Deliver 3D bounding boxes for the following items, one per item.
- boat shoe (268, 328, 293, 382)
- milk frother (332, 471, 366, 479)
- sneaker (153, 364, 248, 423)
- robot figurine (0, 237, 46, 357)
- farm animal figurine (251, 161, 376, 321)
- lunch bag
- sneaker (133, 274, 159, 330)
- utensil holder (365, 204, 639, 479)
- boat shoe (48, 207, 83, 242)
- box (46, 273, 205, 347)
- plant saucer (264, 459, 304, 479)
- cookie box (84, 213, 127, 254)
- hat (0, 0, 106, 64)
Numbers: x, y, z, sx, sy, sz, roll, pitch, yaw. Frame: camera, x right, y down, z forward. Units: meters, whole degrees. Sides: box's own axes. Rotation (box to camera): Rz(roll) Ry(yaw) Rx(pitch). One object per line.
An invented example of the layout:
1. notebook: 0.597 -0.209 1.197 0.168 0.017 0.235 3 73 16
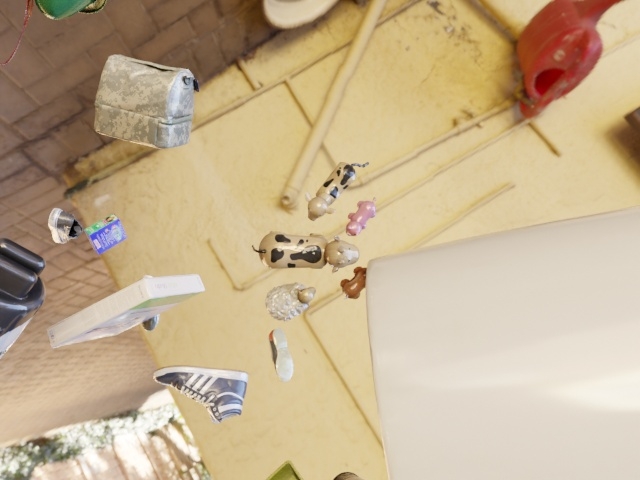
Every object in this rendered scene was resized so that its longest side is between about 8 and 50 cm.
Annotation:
1. boat shoe: -0.104 0.293 1.387 0.049 0.136 0.043 -2 160 -34
2. milk frother: 0.066 0.587 1.167 0.129 0.143 0.135 -18 170 -18
3. sneaker: -0.362 0.462 1.632 0.283 0.153 0.099 6 153 -10
4. robot figurine: -0.653 0.131 1.063 0.278 0.173 0.209 -48 166 14
5. farm animal figurine: 0.000 0.000 1.270 0.327 0.330 0.172 -15 -177 -5
6. lunch bag: -0.571 -0.462 1.804 0.212 0.305 0.255 -47 151 -63
7. sneaker: -0.513 0.186 1.572 0.065 0.166 0.076 0 -169 21
8. utensil holder: 0.259 0.131 0.522 0.386 0.327 0.327 -10 170 11
9. boat shoe: -0.758 -0.038 1.645 0.076 0.080 0.228 16 158 -12
10. box: -0.488 0.175 1.388 0.322 0.058 0.232 -25 171 17
11. plant saucer: -0.069 0.585 1.120 0.188 0.188 0.045 -44 153 7
12. cookie box: -0.696 -0.021 1.771 0.107 0.040 0.091 -37 142 -29
13. hat: -0.532 -0.455 1.045 0.208 0.173 0.183 95 14 -58
